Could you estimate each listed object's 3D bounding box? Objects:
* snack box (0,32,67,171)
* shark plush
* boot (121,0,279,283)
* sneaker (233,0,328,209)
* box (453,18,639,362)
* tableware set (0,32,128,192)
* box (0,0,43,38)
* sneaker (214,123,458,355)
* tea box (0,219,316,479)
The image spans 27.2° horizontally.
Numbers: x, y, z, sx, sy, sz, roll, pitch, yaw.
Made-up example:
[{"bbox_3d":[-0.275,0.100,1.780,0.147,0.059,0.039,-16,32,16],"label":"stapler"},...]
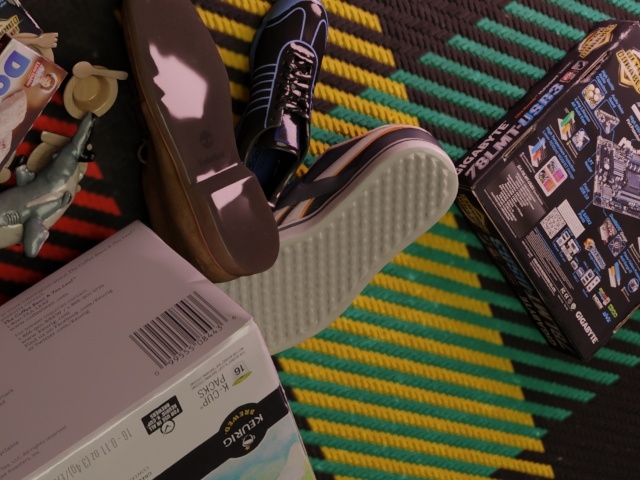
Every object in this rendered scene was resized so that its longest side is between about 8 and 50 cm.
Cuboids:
[{"bbox_3d":[-0.300,-0.093,1.167,0.064,0.022,0.178,32,95,-41],"label":"snack box"},{"bbox_3d":[-0.258,-0.050,1.214,0.161,0.073,0.067,-46,115,7],"label":"shark plush"},{"bbox_3d":[-0.145,-0.102,1.274,0.112,0.115,0.305,-17,90,-48],"label":"boot"},{"bbox_3d":[-0.036,-0.136,1.331,0.081,0.090,0.232,17,93,-31],"label":"sneaker"},{"bbox_3d":[0.326,-0.058,1.567,0.293,0.073,0.295,-45,118,-14],"label":"box"},{"bbox_3d":[-0.258,-0.111,1.218,0.141,0.020,0.168,8,115,-43],"label":"tableware set"},{"bbox_3d":[-0.381,-0.180,1.148,0.220,0.051,0.175,-45,119,-14],"label":"box"},{"bbox_3d":[0.000,0.000,1.375,0.321,0.127,0.126,-36,113,9],"label":"sneaker"},{"bbox_3d":[-0.200,0.223,1.206,0.329,0.220,0.323,-34,133,-19],"label":"tea box"}]
